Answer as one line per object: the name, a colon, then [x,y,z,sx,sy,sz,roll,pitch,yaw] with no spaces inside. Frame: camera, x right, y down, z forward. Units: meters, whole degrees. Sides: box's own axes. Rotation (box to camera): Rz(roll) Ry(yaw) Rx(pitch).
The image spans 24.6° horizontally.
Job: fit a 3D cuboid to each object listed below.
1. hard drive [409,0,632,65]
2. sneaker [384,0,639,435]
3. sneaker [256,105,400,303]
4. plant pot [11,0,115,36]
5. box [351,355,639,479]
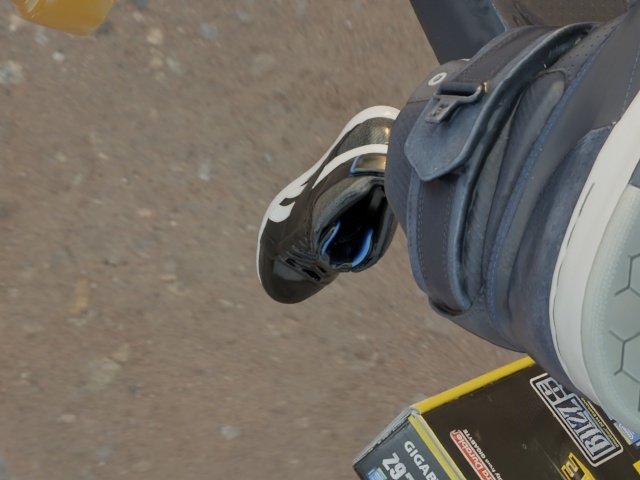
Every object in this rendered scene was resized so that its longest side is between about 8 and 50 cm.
hard drive: [0.108,-0.131,0.762,0.054,0.172,0.255,-31,78,36]
sneaker: [0.105,-0.064,0.413,0.086,0.163,0.226,36,86,-17]
sneaker: [0.000,0.000,1.164,0.079,0.121,0.217,26,128,-11]
plant pot: [-0.253,-0.285,1.162,0.187,0.205,0.205,12,84,-25]
box: [0.201,0.236,1.029,0.079,0.257,0.322,-45,71,31]
